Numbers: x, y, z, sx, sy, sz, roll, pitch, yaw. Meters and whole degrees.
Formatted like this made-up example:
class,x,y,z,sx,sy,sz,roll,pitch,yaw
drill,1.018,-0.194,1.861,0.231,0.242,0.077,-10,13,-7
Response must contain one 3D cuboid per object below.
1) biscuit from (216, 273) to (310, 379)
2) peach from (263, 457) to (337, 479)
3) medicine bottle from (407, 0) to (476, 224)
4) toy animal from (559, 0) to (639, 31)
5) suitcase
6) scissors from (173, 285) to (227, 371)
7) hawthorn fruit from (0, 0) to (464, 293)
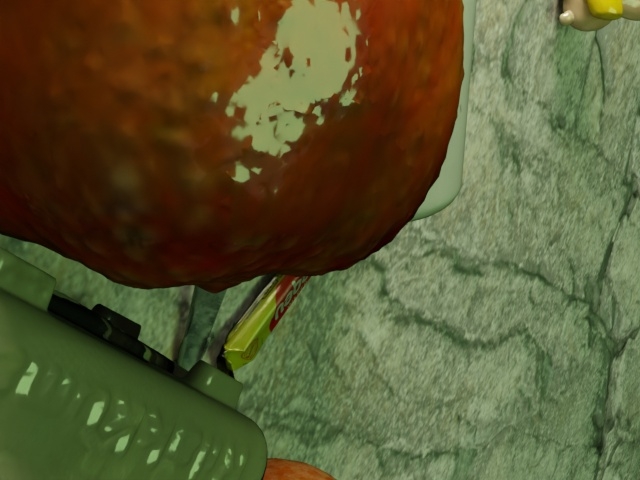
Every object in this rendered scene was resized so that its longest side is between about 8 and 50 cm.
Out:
class,x,y,z,sx,sy,sz,roll,pitch,yaw
biscuit,0.000,0.000,0.886,0.292,0.026,0.048,-53,163,-24
peach,-0.022,0.291,0.826,0.232,0.233,0.232,-31,131,-44
medicine bottle,0.041,-0.152,0.755,0.143,0.143,0.258,-31,132,-44
toy animal,0.308,-0.273,1.150,0.114,0.082,0.091,-13,75,-35
suitcase,-0.201,0.178,0.534,0.339,0.194,0.351,-61,146,-9
scissors,-0.051,-0.048,0.715,0.029,0.191,0.360,-91,-161,-63
hawthorn fruit,-0.047,-0.139,0.505,0.287,0.287,0.330,-4,115,-55
